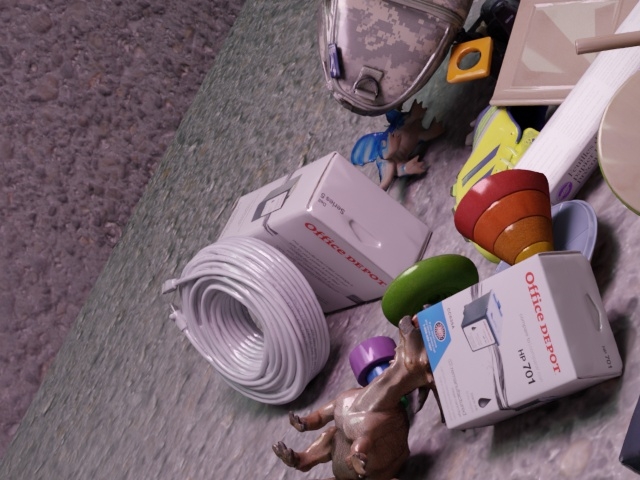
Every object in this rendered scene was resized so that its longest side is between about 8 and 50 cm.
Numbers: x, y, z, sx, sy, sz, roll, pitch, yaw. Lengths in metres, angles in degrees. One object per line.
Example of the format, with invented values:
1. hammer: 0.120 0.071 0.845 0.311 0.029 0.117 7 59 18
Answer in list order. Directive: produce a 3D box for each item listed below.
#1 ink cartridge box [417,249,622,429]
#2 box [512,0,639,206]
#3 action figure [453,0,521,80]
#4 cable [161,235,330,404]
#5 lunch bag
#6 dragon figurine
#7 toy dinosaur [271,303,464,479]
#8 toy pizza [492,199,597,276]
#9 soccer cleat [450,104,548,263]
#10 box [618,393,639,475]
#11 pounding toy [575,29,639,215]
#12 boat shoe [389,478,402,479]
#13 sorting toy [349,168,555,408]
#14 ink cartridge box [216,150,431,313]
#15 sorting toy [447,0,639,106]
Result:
1. ink cartridge box: 0.208 0.108 1.324 0.191 0.082 0.139 -33 65 46
2. box: 0.360 -0.187 1.512 0.067 0.063 0.324 41 100 35
3. action figure: 0.285 -0.350 1.936 0.185 0.099 0.285 -58 13 26
4. cable: -0.099 0.118 1.822 0.089 0.257 0.257 -32 -3 -38
5. lunch bag: 0.097 -0.310 1.840 0.305 0.213 0.256 -73 1 -87
6. dragon figurine: 0.108 -0.138 1.989 0.144 0.085 0.289 -25 30 55
7. toy dinosaur: 0.067 0.229 1.450 0.200 0.127 0.295 -19 -32 -33
8. toy pizza: 0.260 0.043 1.452 0.201 0.032 0.201 -51 17 22
9. soccer cleat: 0.246 -0.093 1.626 0.121 0.093 0.289 -28 32 35
10. box: 0.417 0.034 0.787 0.293 0.212 0.395 -64 9 -24
11. pounding toy: 0.385 -0.117 1.326 0.183 0.110 0.237 -15 73 14
12. boat shoe: 0.090 0.339 1.240 0.122 0.120 0.324 -49 22 12
13. sorting toy: 0.166 0.084 1.473 0.365 0.127 0.126 -52 46 30
14. ink cartridge box: 0.000 0.000 1.847 0.273 0.198 0.114 -21 37 54
15. sorting toy: 0.332 -0.253 1.654 0.348 0.047 0.196 4 64 39
